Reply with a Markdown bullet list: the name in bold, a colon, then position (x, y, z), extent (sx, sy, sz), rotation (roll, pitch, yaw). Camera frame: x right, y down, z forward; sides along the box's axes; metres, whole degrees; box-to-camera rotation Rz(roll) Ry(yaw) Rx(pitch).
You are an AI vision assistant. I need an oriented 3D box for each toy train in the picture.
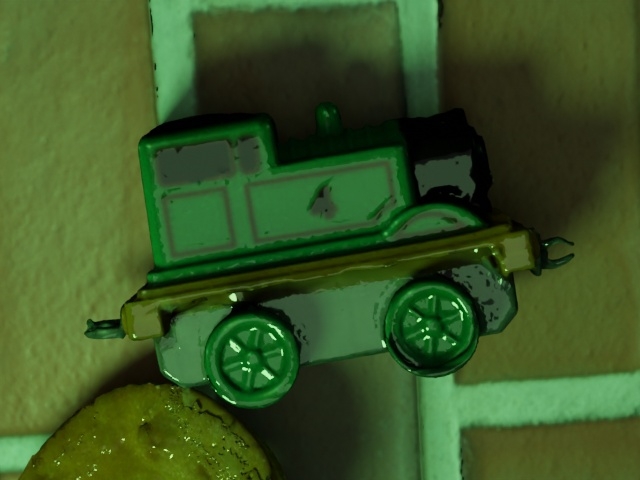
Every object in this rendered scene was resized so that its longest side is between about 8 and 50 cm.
- **toy train**: position (0.000, 0.000, 1.692), extent (0.429, 0.178, 0.249), rotation (-10, 93, 1)

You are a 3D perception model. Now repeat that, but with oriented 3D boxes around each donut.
- **donut**: position (-0.141, 0.267, 1.731), extent (0.277, 0.108, 0.278), rotation (-5, 76, 21)
